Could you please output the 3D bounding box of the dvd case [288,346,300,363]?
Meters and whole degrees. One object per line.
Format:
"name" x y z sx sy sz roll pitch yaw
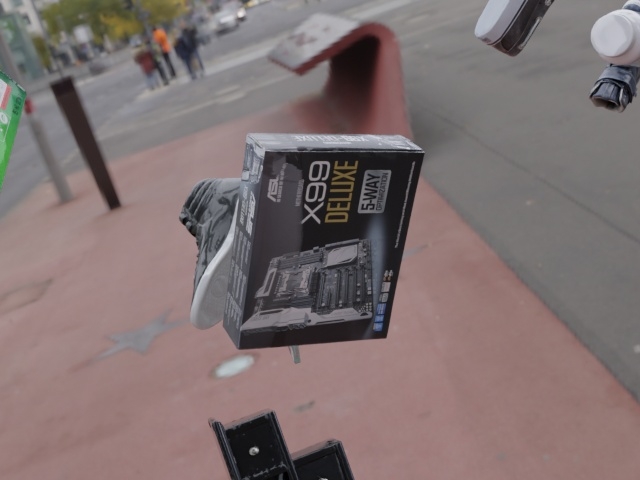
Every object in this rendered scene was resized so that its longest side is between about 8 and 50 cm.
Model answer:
"dvd case" -0.058 0.142 1.726 0.013 0.087 0.119 -13 40 -9

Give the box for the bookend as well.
"bookend" -0.038 0.267 1.229 0.157 0.156 0.072 -18 -3 -12

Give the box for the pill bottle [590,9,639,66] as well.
"pill bottle" 0.491 -0.323 1.606 0.087 0.087 0.160 -9 1 35

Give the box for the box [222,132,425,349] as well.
"box" 0.000 0.000 1.433 0.243 0.307 0.076 -1 26 -25

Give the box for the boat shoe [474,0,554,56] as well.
"boat shoe" 0.404 -0.471 1.795 0.306 0.105 0.113 -59 22 13

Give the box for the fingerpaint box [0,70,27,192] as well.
"fingerpaint box" -0.667 -0.063 1.596 0.371 0.163 0.444 -38 32 19

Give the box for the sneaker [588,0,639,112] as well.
"sneaker" 0.630 -0.372 2.093 0.086 0.226 0.163 22 54 27

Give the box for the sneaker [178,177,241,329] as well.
"sneaker" -0.203 0.015 1.852 0.147 0.295 0.104 13 -11 36
